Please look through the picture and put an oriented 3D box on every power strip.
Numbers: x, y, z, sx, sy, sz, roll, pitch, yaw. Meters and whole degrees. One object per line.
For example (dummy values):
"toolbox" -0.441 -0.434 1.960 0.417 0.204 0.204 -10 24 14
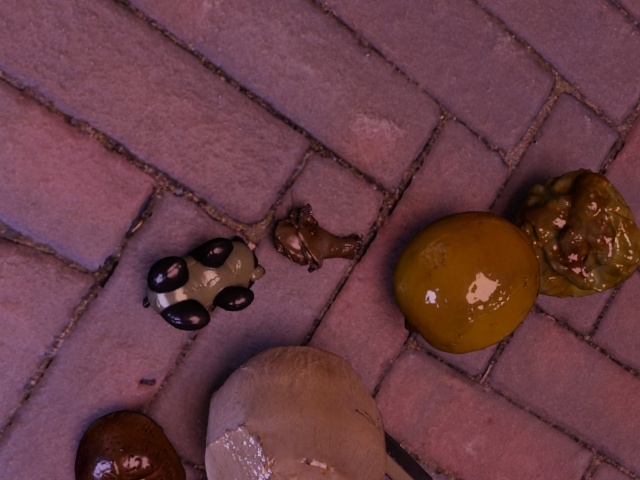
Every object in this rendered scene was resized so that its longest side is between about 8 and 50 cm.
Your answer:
"power strip" 0.137 0.456 1.855 0.070 0.105 0.257 -47 114 -7

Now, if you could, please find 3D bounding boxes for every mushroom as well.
"mushroom" -0.358 0.437 1.616 0.194 0.138 0.231 -37 112 -12

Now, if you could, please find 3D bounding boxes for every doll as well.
"doll" -0.215 0.072 1.610 0.234 0.135 0.144 -23 103 -23

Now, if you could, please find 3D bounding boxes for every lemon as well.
"lemon" 0.298 0.081 1.751 0.297 0.297 0.297 -5 102 -23

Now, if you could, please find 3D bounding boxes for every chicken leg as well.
"chicken leg" -0.003 0.007 1.721 0.196 0.080 0.125 29 76 -26

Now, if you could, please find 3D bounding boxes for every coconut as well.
"coconut" -0.053 0.374 1.641 0.346 0.360 0.346 -2 123 -2

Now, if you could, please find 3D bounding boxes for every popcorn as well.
"popcorn" 0.540 -0.003 1.856 0.247 0.282 0.282 19 93 -57
